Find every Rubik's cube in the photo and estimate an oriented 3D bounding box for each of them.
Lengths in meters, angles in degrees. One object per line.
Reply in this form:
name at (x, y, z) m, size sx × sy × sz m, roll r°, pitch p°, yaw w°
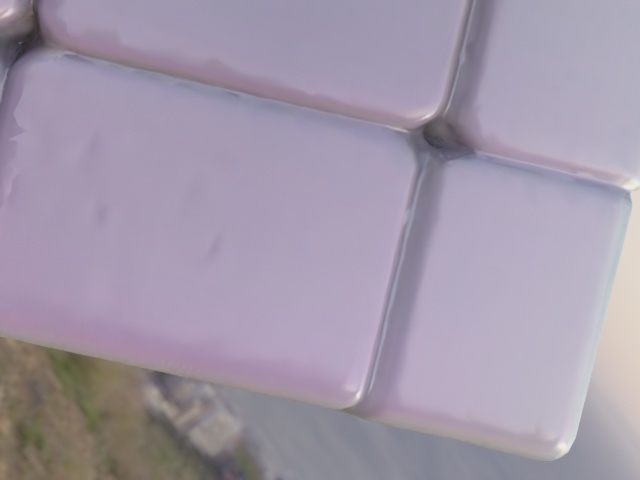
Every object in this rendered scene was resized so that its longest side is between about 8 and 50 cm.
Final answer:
Rubik's cube at (-0.037, -0.107, 0.785) m, size 0.319 × 0.315 × 0.322 m, roll 13°, pitch 2°, yaw -5°
